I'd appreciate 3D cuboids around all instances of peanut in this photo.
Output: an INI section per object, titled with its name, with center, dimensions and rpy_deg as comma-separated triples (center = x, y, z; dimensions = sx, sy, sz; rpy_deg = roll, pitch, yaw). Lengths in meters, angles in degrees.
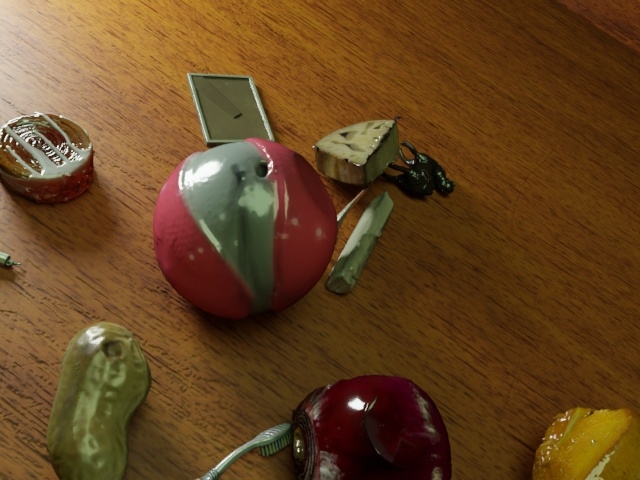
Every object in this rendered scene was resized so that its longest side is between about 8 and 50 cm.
[peanut]
center = -0.288, 0.219, 0.760
dimensions = 0.120, 0.110, 0.236
rpy_deg = 15, 51, -30

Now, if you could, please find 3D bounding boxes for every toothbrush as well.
[toothbrush]
center = -0.188, 0.339, 0.765
dimensions = 0.375, 0.028, 0.037
rpy_deg = -21, 107, -34

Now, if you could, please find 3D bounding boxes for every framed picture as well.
[framed picture]
center = -0.193, -0.281, 1.241
dimensions = 0.150, 0.015, 0.203
rpy_deg = -5, 58, -27

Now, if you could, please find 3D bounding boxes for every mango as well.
[mango]
center = 0.418, 0.410, 0.882
dimensions = 0.199, 0.201, 0.350
rpy_deg = 12, 53, 23

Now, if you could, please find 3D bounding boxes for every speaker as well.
[speaker]
center = -0.127, -0.019, 0.928
dimensions = 0.294, 0.294, 0.294
rpy_deg = 12, 51, -15

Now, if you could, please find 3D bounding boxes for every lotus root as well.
[lotus root]
center = 0.074, -0.184, 1.200
dimensions = 0.170, 0.074, 0.261
rpy_deg = 7, 31, 29

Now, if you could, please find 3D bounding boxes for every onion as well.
[onion]
center = 0.081, 0.308, 0.789
dimensions = 0.216, 0.206, 0.207
rpy_deg = 10, 52, -18

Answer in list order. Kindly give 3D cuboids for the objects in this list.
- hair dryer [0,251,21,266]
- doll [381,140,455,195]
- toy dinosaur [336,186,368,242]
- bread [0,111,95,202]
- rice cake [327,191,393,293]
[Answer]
[hair dryer]
center = -0.511, 0.010, 0.870
dimensions = 0.124, 0.038, 0.063
rpy_deg = 22, 49, -15
[doll]
center = 0.227, -0.149, 1.304
dimensions = 0.165, 0.057, 0.139
rpy_deg = 34, 46, -3
[toy dinosaur]
center = 0.005, 0.004, 1.059
dimensions = 0.055, 0.101, 0.279
rpy_deg = 37, 59, -9
[bread]
center = -0.461, -0.139, 0.977
dimensions = 0.160, 0.073, 0.160
rpy_deg = 13, 50, -16
[rice cake]
center = 0.083, 0.000, 1.122
dimensions = 0.052, 0.057, 0.256
rpy_deg = 30, 49, 2
